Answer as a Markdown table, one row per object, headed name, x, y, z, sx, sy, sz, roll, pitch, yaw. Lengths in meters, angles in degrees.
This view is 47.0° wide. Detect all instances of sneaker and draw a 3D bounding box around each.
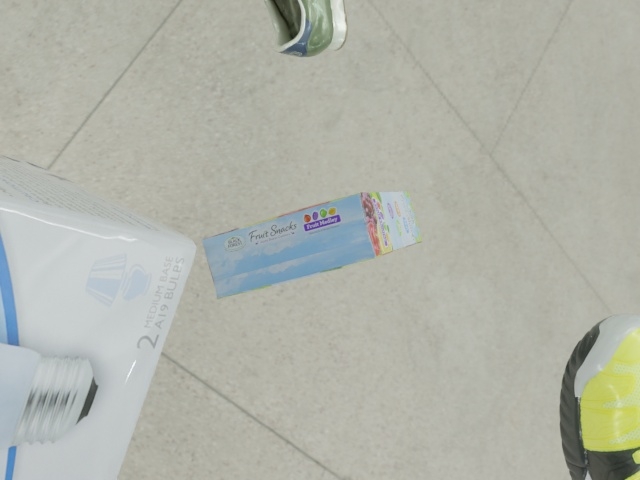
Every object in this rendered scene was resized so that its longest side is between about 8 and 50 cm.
| name | x | y | z | sx | sy | sz | roll | pitch | yaw |
| --- | --- | --- | --- | --- | --- | --- | --- | --- | --- |
| sneaker | 0.337 | 0.251 | 0.691 | 0.145 | 0.147 | 0.385 | -20 | 100 | -24 |
| sneaker | -0.031 | -0.278 | 0.736 | 0.086 | 0.064 | 0.192 | -26 | 114 | -33 |

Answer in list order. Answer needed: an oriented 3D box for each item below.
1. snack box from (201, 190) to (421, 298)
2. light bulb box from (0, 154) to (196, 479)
| name | x | y | z | sx | sy | sz | roll | pitch | yaw |
| --- | --- | --- | --- | --- | --- | --- | --- | --- | --- |
| snack box | 0.000 | 0.000 | 0.793 | 0.207 | 0.174 | 0.070 | -8 | 83 | -71 |
| light bulb box | -0.324 | 0.102 | 0.453 | 0.361 | 0.225 | 0.358 | 15 | 95 | -55 |
